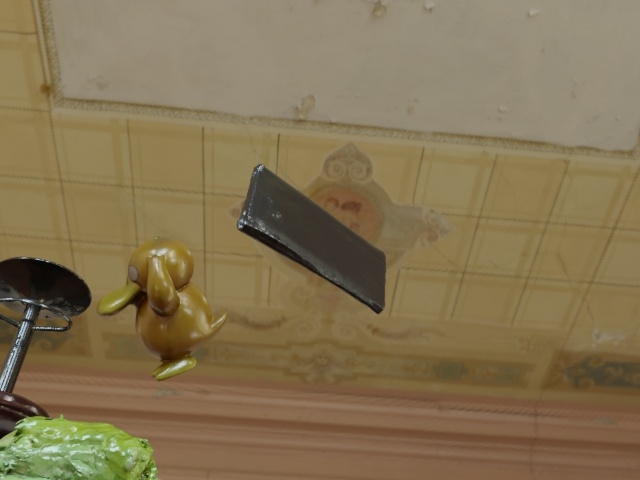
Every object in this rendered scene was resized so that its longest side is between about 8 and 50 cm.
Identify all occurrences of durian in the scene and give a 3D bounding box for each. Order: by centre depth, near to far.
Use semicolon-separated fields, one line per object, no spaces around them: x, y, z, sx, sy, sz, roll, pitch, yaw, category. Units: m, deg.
-0.219;0.221;0.573;0.374;0.107;0.132;13;-55;-15;durian

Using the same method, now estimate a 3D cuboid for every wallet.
0.000;0.001;0.997;0.285;0.146;0.030;34;-53;-25;wallet

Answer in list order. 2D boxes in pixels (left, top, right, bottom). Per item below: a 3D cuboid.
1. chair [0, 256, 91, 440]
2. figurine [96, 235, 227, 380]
-0.620;0.255;1.285;0.226;0.401;0.227;0;-41;0;chair
-0.287;0.119;1.185;0.215;0.215;0.228;-34;-74;21;figurine
